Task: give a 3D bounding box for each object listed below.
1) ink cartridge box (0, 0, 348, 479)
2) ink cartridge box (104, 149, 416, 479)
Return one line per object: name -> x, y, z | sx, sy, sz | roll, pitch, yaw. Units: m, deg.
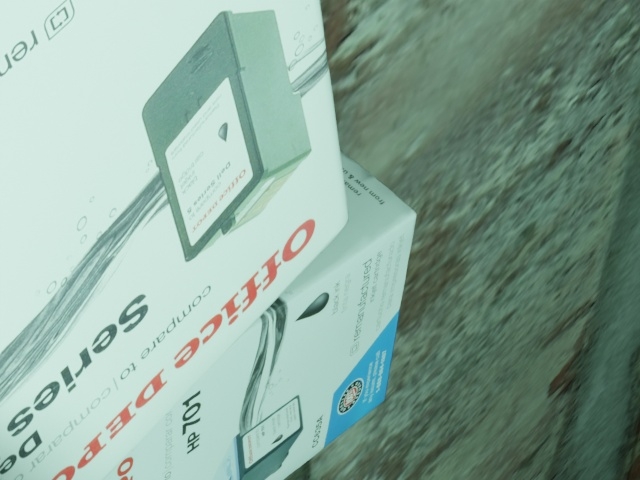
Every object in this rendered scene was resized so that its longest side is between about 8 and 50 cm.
ink cartridge box -> -0.101, -0.040, 0.617 | 0.198, 0.114, 0.273 | -46, 155, -19
ink cartridge box -> -0.056, 0.057, 0.862 | 0.190, 0.082, 0.140 | -37, 151, -32
